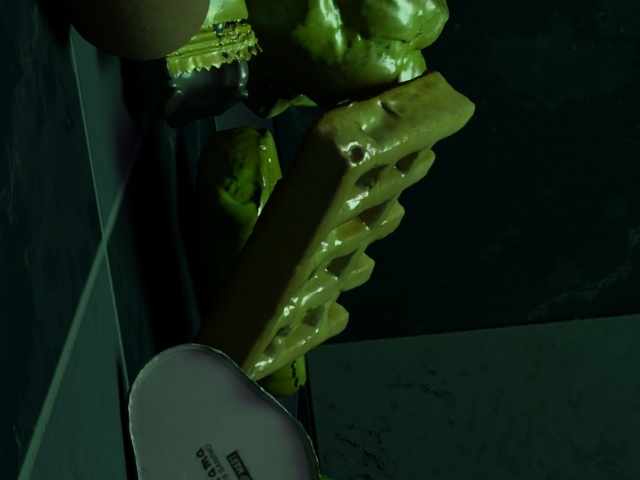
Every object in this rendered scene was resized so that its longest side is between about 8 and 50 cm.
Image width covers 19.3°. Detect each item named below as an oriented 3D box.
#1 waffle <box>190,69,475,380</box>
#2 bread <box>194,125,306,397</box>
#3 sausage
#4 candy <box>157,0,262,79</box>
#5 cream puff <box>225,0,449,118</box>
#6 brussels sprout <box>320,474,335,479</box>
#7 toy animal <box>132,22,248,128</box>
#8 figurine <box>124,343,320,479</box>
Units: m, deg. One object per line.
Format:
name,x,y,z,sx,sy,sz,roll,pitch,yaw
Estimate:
waffle,0.000,-0.001,1.904,0.348,0.077,0.304,-61,165,27
bread,-0.087,0.031,2.249,0.383,0.112,0.166,80,8,-48
sausage,-0.154,-0.231,1.424,0.253,0.123,0.123,77,8,-69
candy,-0.140,-0.299,1.722,0.187,0.081,0.297,-23,102,-60
cream puff,-0.037,-0.276,2.015,0.378,0.275,0.378,52,14,-19
brussels sprout,-0.026,0.334,1.824,0.271,0.210,0.219,123,-43,-83
toy animal,-0.151,-0.229,1.843,0.138,0.108,0.236,-40,-114,57
figurine,-0.102,0.208,1.677,0.141,0.167,0.250,-3,-74,70
